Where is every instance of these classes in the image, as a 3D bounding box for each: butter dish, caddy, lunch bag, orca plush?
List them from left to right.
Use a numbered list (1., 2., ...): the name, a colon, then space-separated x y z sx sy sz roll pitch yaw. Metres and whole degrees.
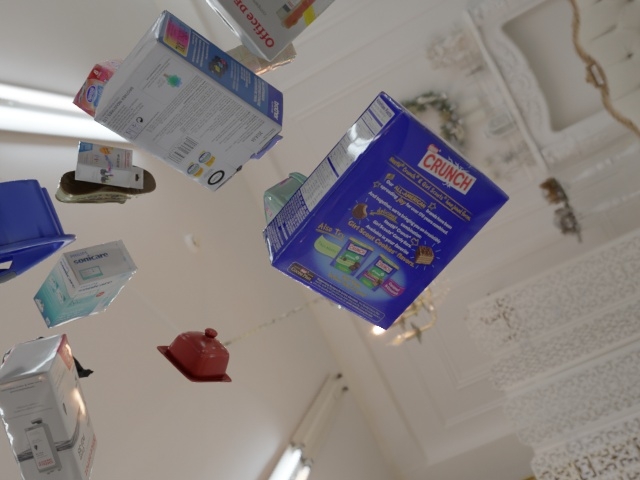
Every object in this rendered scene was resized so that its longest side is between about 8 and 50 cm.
1. caddy: -0.666 0.003 1.308 0.241 0.342 0.179 170 85 -75
2. orca plush: -0.774 0.323 1.843 0.151 0.287 0.102 -31 -58 -47
3. butter dish: -0.295 0.273 1.660 0.160 0.118 0.160 33 -172 34
4. lunch bag: 0.000 0.000 1.384 0.279 0.108 0.224 44 158 25

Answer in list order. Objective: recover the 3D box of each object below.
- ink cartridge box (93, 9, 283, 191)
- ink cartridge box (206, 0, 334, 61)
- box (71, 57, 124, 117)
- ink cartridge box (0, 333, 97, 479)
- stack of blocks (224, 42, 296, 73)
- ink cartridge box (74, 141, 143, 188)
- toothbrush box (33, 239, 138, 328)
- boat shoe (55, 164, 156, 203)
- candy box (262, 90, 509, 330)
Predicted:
1. ink cartridge box: -0.269 -0.288 1.523 0.396 0.270 0.151 32 -142 -30
2. ink cartridge box: -0.103 -0.706 1.752 0.279 0.385 0.160 46 -179 -29
3. box: -0.656 -0.478 2.127 0.142 0.154 0.300 35 -166 -13
4. ink cartridge box: -0.567 0.369 1.389 0.207 0.117 0.282 -130 28 -71
5. stack of blocks: -0.229 -0.557 2.076 0.171 0.297 0.087 -151 38 -79
6. ink cartridge box: -0.576 -0.207 1.833 0.181 0.061 0.104 8 -140 -22
7. toothbrush box: -0.763 0.140 2.155 0.216 0.295 0.126 -17 -111 -50
8. boat shoe: -0.621 -0.158 1.930 0.285 0.089 0.104 -5 -112 -39
9. candy box: 0.106 -0.041 1.103 0.268 0.317 0.122 33 -162 -30
